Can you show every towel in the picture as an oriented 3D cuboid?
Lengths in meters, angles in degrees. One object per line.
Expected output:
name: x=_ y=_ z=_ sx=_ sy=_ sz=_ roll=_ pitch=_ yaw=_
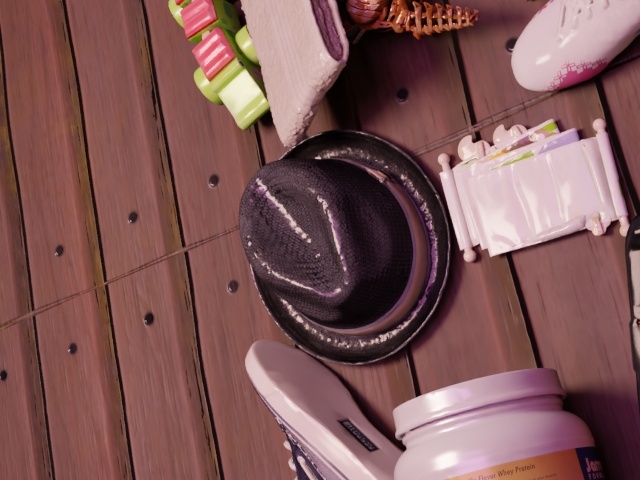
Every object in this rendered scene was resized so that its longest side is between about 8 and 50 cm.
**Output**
towel: x=-0.037 y=-0.285 z=1.479 sx=0.187 sy=0.049 sz=0.282 roll=123 pitch=140 yaw=-51

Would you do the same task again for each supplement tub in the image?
supplement tub: x=0.208 y=0.316 z=1.203 sx=0.228 sy=0.228 sz=0.316 roll=-23 pitch=70 yaw=29

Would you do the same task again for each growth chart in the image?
growth chart: x=0.257 y=-0.066 z=1.360 sx=0.237 sy=0.021 sz=0.172 roll=-13 pitch=75 yaw=32

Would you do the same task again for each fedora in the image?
fedora: x=0.000 y=0.000 z=1.442 sx=0.334 sy=0.152 sz=0.334 roll=-6 pitch=79 yaw=33

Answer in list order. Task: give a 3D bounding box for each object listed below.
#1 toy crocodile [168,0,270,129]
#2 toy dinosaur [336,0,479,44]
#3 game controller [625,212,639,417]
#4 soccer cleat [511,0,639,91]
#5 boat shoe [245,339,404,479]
toy crocodile: x=-0.158 y=-0.313 z=1.629 sx=0.115 sy=0.105 sz=0.340 roll=-34 pitch=66 yaw=25
toy dinosaur: x=0.087 y=-0.353 z=1.471 sx=0.322 sy=0.164 sz=0.218 roll=26 pitch=111 yaw=19
game controller: x=0.421 y=0.108 z=1.203 sx=0.166 sy=0.067 sz=0.319 roll=-12 pitch=75 yaw=42
soccer cleat: x=0.344 y=-0.291 z=1.264 sx=0.331 sy=0.143 sz=0.116 roll=-31 pitch=66 yaw=26
boat shoe: x=-0.006 y=0.283 z=1.420 sx=0.340 sy=0.127 sz=0.158 roll=43 pitch=118 yaw=37
